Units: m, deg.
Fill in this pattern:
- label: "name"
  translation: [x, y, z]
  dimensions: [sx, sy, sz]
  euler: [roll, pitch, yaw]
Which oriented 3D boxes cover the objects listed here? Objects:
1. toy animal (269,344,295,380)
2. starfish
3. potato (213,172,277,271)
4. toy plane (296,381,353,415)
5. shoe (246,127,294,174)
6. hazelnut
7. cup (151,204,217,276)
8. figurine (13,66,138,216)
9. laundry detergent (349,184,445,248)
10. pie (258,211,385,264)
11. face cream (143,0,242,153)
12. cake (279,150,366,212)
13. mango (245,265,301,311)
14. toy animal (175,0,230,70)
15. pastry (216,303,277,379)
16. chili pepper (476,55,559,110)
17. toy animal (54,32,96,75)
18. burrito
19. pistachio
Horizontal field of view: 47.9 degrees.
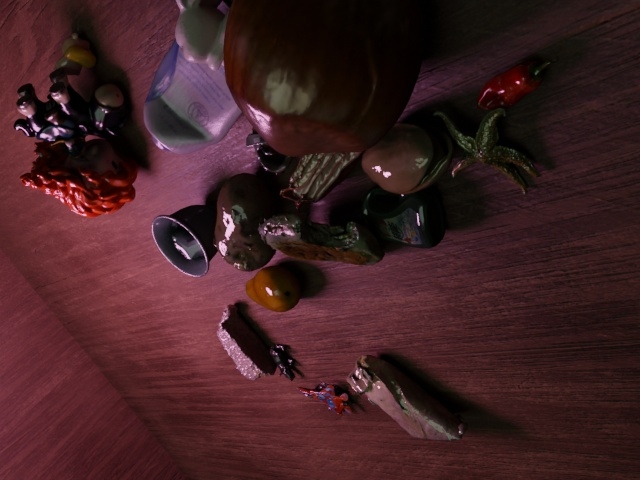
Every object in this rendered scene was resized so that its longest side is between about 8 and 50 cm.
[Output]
- label: "toy animal"
  translation: [-0.112, 0.375, 2.199]
  dimensions: [0.065, 0.047, 0.135]
  euler: [4, 129, 48]
- label: "starfish"
  translation: [0.291, -0.159, 1.297]
  dimensions: [0.223, 0.050, 0.217]
  euler: [39, 159, 2]
- label: "potato"
  translation: [-0.177, -0.046, 1.760]
  dimensions: [0.165, 0.165, 0.262]
  euler: [25, 127, 25]
- label: "toy plane"
  translation: [0.011, 0.461, 2.153]
  dimensions: [0.189, 0.061, 0.130]
  euler: [17, 136, 38]
- label: "shoe"
  translation: [-0.112, -0.230, 1.535]
  dimensions: [0.099, 0.125, 0.227]
  euler: [-1, 132, 16]
- label: "hazelnut"
  translation: [0.001, -0.322, 1.229]
  dimensions: [0.372, 0.315, 0.372]
  euler: [5, 112, 12]
- label: "cup"
  translation: [-0.329, -0.024, 1.933]
  dimensions: [0.199, 0.150, 0.199]
  euler: [25, 139, 24]
- label: "figurine"
  translation: [-0.644, -0.258, 1.926]
  dimensions: [0.241, 0.306, 0.411]
  euler: [48, 140, 42]
- label: "laundry detergent"
  translation: [0.148, -0.058, 1.514]
  dimensions: [0.222, 0.078, 0.144]
  euler: [12, 133, 39]
- label: "pie"
  translation: [-0.001, 0.001, 1.596]
  dimensions: [0.303, 0.066, 0.302]
  euler: [10, 170, 2]
- label: "face cream"
  translation: [-0.265, -0.344, 1.625]
  dimensions: [0.235, 0.137, 0.420]
  euler: [48, 132, -1]
- label: "cake"
  translation: [0.023, -0.176, 1.521]
  dimensions: [0.098, 0.135, 0.287]
  euler: [46, 124, 6]
- label: "mango"
  translation: [-0.128, 0.133, 1.941]
  dimensions: [0.136, 0.099, 0.227]
  euler: [50, 151, -15]
- label: "toy animal"
  translation: [-0.190, -0.427, 1.422]
  dimensions: [0.193, 0.127, 0.178]
  euler: [22, 113, 15]
- label: "pastry"
  translation: [-0.240, 0.317, 2.215]
  dimensions: [0.112, 0.103, 0.265]
  euler: [-21, 104, 33]
- label: "chili pepper"
  translation: [0.314, -0.254, 1.187]
  dimensions: [0.059, 0.050, 0.191]
  euler: [34, 153, -14]
- label: "toy animal"
  translation: [-0.629, -0.479, 1.854]
  dimensions: [0.114, 0.091, 0.082]
  euler: [-35, 70, 41]
- label: "burrito"
  translation: [0.221, 0.421, 1.883]
  dimensions: [0.348, 0.107, 0.175]
  euler: [31, 157, 20]
- label: "pistachio"
  translation: [0.161, -0.155, 1.355]
  dimensions: [0.136, 0.136, 0.226]
  euler: [57, 157, -16]
